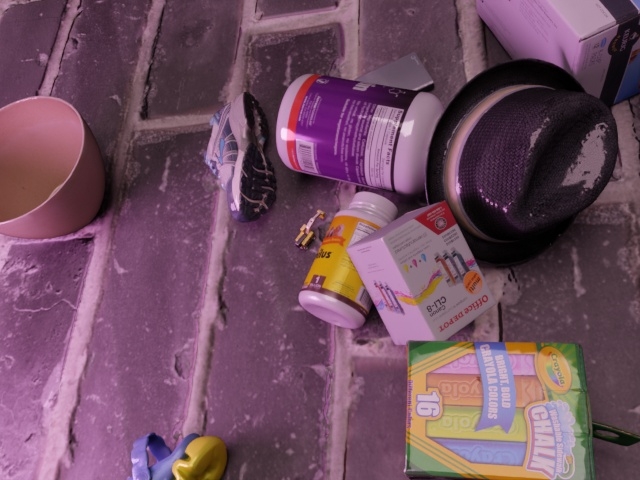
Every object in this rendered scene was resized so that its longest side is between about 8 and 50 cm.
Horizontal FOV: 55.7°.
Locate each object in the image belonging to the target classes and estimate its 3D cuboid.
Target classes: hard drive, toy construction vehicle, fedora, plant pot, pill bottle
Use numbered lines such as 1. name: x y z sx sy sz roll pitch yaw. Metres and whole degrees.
1. hard drive: 0.148 -0.315 1.215 0.135 0.022 0.094 -24 60 2
2. toy construction vehicle: 0.000 0.000 1.090 0.085 0.035 0.098 32 76 26
3. fedora: 0.325 -0.116 0.911 0.333 0.152 0.334 -2 96 -15
4. plant pot: -0.543 -0.114 1.204 0.283 0.191 0.284 -6 63 13
5. pill bottle: 0.095 -0.184 1.073 0.322 0.181 0.182 15 69 21
6. pill bottle: 0.055 0.030 1.013 0.117 0.117 0.215 17 69 22

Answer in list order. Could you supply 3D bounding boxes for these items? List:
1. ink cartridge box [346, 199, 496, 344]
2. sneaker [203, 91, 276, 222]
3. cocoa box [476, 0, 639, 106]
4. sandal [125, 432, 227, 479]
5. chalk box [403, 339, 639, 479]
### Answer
1. ink cartridge box: 0.150 0.054 0.914 0.128 0.127 0.176 -30 94 -24
2. sneaker: -0.165 -0.150 1.188 0.122 0.110 0.283 -20 57 25
3. cocoa box: 0.455 -0.431 1.070 0.227 0.231 0.347 -24 61 2
4. sandal: -0.274 0.423 0.913 0.138 0.126 0.317 19 62 26
5. chalk box: 0.266 0.242 0.817 0.288 0.180 0.179 -1 64 13
